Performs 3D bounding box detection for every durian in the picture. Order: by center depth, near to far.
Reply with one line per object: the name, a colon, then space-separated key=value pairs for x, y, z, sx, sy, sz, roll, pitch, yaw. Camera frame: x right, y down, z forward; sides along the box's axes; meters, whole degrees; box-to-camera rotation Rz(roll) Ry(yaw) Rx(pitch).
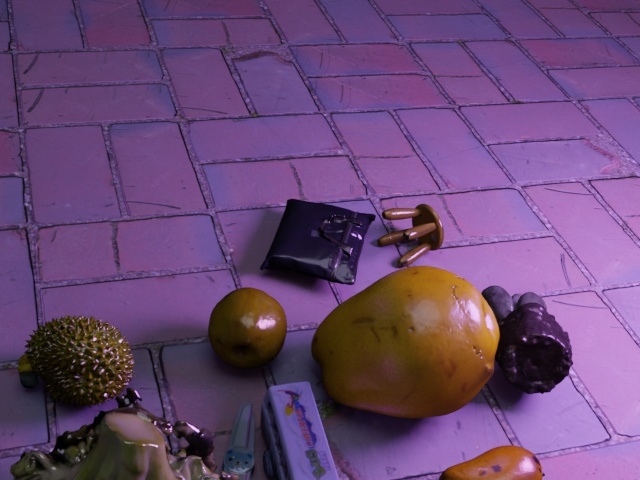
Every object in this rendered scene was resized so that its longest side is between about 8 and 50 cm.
durian: x=-0.421 y=0.202 z=1.561 sx=0.198 sy=0.146 sz=0.159 roll=25 pitch=39 yaw=14

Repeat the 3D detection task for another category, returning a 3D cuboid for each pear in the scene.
pear: x=0.156 y=0.190 z=1.630 sx=0.336 sy=0.285 sz=0.285 roll=-14 pitch=21 yaw=41
pear: x=-0.137 y=0.165 z=1.671 sx=0.149 sy=0.148 sz=0.162 roll=9 pitch=28 yaw=-1

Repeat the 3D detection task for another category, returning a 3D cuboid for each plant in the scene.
plant: x=0.403 y=0.188 z=1.758 sx=0.146 sy=0.149 sz=0.274 roll=47 pitch=14 yaw=-18

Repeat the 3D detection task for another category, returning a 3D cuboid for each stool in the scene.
stool: x=0.203 y=-0.016 z=1.993 sx=0.110 sy=0.134 sz=0.135 roll=-17 pitch=0 yaw=-27

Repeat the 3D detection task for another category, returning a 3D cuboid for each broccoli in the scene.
broccoli: x=-0.284 y=0.389 z=1.310 sx=0.324 sy=0.272 sz=0.334 roll=31 pitch=13 yaw=-40

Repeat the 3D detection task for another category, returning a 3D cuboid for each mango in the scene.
mango: x=0.292 y=0.408 z=1.496 sx=0.178 sy=0.090 sz=0.115 roll=-13 pitch=31 yaw=-21

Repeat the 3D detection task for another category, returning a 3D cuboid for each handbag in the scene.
handbag: x=0.000 y=0.000 z=1.948 sx=0.211 sy=0.088 sz=0.254 roll=9 pitch=39 yaw=8

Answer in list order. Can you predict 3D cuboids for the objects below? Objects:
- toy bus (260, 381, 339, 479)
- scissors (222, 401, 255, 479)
toy bus: x=-0.020 y=0.384 z=1.423 sx=0.109 sy=0.136 sz=0.329 roll=-5 pitch=39 yaw=-14
scissors: x=-0.137 y=0.378 z=1.491 sx=0.125 sy=0.030 sz=0.256 roll=8 pitch=42 yaw=-1
